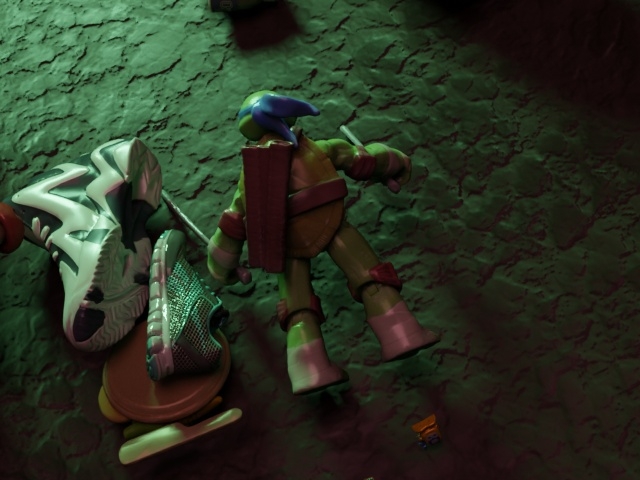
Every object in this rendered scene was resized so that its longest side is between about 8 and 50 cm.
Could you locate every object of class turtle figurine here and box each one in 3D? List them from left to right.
[{"bbox_3d":[0.000,0.000,1.061,0.197,0.274,0.266,-16,78,-23],"label":"turtle figurine"}]

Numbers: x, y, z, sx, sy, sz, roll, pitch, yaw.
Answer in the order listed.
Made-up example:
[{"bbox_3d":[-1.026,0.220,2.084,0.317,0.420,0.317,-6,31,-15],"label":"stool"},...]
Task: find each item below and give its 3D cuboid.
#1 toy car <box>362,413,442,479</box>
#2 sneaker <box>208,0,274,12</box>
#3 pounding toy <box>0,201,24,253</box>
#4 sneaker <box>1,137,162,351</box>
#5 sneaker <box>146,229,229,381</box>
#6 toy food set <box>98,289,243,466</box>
[{"bbox_3d":[0.072,0.212,0.963,0.122,0.040,0.060,-39,41,-9],"label":"toy car"},{"bbox_3d":[-0.121,-0.336,1.285,0.086,0.064,0.192,-22,63,-7],"label":"sneaker"},{"bbox_3d":[-0.358,0.019,1.074,0.183,0.237,0.110,38,45,20],"label":"pounding toy"},{"bbox_3d":[-0.250,0.009,1.102,0.153,0.094,0.235,-10,59,22],"label":"sneaker"},{"bbox_3d":[-0.124,0.061,1.056,0.076,0.065,0.167,2,51,-9],"label":"sneaker"},{"bbox_3d":[-0.148,0.124,1.062,0.132,0.039,0.192,-19,49,-6],"label":"toy food set"}]
